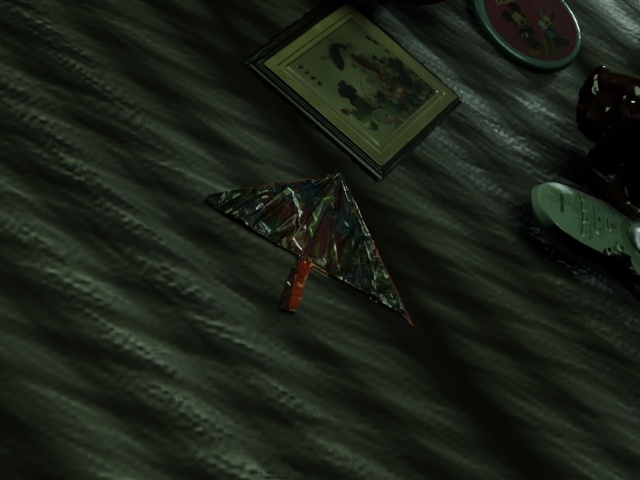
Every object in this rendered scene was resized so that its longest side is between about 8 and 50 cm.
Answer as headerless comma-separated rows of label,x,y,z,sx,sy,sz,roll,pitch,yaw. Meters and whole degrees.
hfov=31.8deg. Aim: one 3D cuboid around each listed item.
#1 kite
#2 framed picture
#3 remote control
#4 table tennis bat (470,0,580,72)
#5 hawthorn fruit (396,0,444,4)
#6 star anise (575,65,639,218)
kite,0.000,0.000,1.071,0.232,0.009,0.189,28,48,-6
framed picture,0.042,-0.174,1.220,0.195,0.010,0.199,41,49,6
remote control,0.329,0.012,1.208,0.256,0.045,0.097,26,42,-11
table tennis bat,0.234,-0.310,1.405,0.153,0.040,0.244,-19,71,-35
hawthorn fruit,0.062,-0.364,1.267,0.251,0.199,0.199,2,55,-10
star anise,0.361,-0.093,1.215,0.126,0.190,0.220,-36,32,-11
